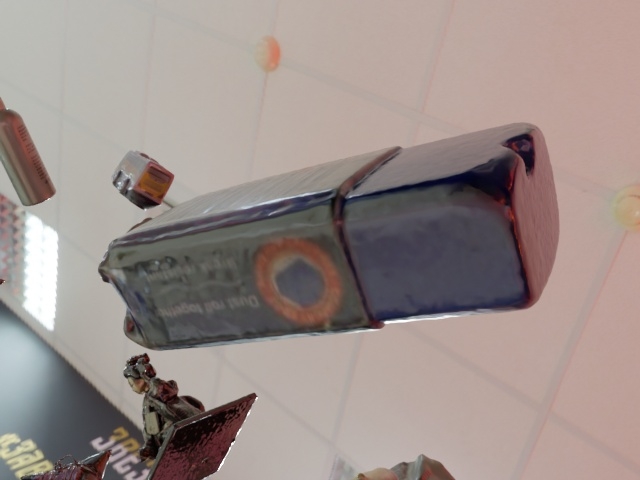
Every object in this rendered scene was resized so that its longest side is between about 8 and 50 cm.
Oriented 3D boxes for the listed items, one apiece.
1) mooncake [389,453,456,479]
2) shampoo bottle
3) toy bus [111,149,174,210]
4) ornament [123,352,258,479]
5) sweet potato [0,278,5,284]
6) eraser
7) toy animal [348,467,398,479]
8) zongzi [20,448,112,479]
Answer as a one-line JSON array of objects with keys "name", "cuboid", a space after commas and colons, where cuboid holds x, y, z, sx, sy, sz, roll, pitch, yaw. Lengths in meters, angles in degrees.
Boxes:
[{"name": "mooncake", "cuboid": [0.081, 0.450, 1.024, 0.136, 0.254, 0.250, 47, -45, 19]}, {"name": "shampoo bottle", "cuboid": [-0.453, -0.147, 0.995, 0.056, 0.056, 0.195, 9, -54, 39]}, {"name": "toy bus", "cuboid": [-0.275, -0.095, 1.040, 0.072, 0.057, 0.172, -59, -151, -1]}, {"name": "ornament", "cuboid": [-0.227, 0.231, 0.935, 0.196, 0.153, 0.166, 39, -66, 28]}, {"name": "sweet potato", "cuboid": [-0.521, -0.031, 0.899, 0.074, 0.075, 0.270, -2, -55, 41]}, {"name": "eraser", "cuboid": [0.000, 0.000, 0.508, 0.332, 0.155, 0.102, -9, -72, 30]}, {"name": "toy animal", "cuboid": [0.047, 0.298, 0.591, 0.233, 0.121, 0.168, 66, -13, -11]}, {"name": "zongzi", "cuboid": [-0.241, 0.240, 0.682, 0.083, 0.073, 0.067, -9, -60, 30]}]
